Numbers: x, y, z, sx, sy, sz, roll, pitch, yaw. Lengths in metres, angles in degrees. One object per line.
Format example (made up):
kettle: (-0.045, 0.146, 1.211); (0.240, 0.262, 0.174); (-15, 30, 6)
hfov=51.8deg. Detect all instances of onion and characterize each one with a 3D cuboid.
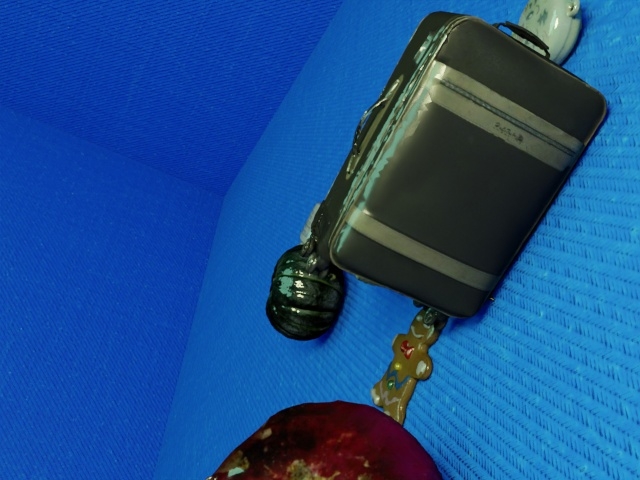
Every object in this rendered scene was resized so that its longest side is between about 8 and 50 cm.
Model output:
onion: (0.009, 0.406, 0.864); (0.385, 0.347, 0.348); (78, -164, -50)

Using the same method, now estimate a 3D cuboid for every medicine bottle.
medicine bottle: (0.000, 0.000, 1.613); (0.168, 0.105, 0.105); (-63, 18, 14)

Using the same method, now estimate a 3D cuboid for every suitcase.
suitcase: (0.175, -0.095, 0.930); (0.434, 0.283, 0.194); (-61, 16, 15)

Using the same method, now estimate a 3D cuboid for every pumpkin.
pumpkin: (-0.035, 0.116, 1.482); (0.220, 0.161, 0.221); (-161, 90, -81)

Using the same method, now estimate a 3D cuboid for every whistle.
whistle: (0.341, -0.320, 1.071); (0.258, 0.067, 0.126); (154, 123, -71)

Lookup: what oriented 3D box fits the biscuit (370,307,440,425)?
biscuit: (0.142, 0.198, 1.089); (0.205, 0.031, 0.138); (-63, 18, 10)

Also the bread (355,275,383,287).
bread: (0.145, -0.026, 1.216); (0.236, 0.106, 0.140); (-64, 19, 12)
